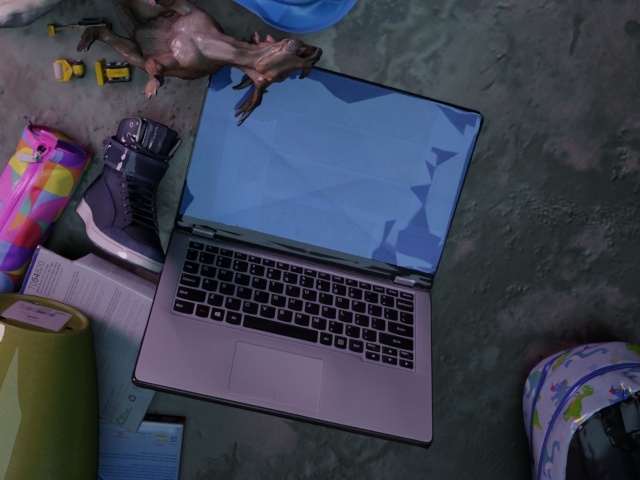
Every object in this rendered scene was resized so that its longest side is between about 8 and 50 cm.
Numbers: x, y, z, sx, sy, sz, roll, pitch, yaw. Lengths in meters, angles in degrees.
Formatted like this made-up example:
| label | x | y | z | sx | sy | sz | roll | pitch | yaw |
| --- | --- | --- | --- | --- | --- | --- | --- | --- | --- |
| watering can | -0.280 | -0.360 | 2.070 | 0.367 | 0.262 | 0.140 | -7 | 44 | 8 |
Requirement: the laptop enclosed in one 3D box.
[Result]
| label | x | y | z | sx | sy | sz | roll | pitch | yaw |
| --- | --- | --- | --- | --- | --- | --- | --- | --- | --- |
| laptop | 0.000 | 0.000 | 1.097 | 0.382 | 0.407 | 0.236 | 14 | 136 | -8 |

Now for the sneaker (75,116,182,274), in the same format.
| label | x | y | z | sx | sy | sz | roll | pitch | yaw |
| --- | --- | --- | --- | --- | --- | --- | --- | --- | --- |
| sneaker | -0.226 | -0.065 | 1.067 | 0.086 | 0.226 | 0.163 | 27 | 98 | -40 |

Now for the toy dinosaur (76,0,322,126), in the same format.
| label | x | y | z | sx | sy | sz | roll | pitch | yaw |
| --- | --- | --- | --- | --- | --- | --- | --- | --- | --- |
| toy dinosaur | -0.162 | -0.234 | 1.048 | 0.200 | 0.296 | 0.127 | 11 | 105 | -51 |

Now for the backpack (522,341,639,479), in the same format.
| label | x | y | z | sx | sy | sz | roll | pitch | yaw |
| --- | --- | --- | --- | --- | --- | --- | --- | --- | --- |
| backpack | 0.425 | 0.321 | 1.225 | 0.290 | 0.273 | 0.355 | -17 | 127 | 2 |

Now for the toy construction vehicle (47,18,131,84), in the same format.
| label | x | y | z | sx | sy | sz | roll | pitch | yaw |
| --- | --- | --- | --- | --- | --- | --- | --- | --- | --- |
| toy construction vehicle | -0.299 | -0.246 | 1.105 | 0.098 | 0.035 | 0.085 | -6 | 116 | -1 |

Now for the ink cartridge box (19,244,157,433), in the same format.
| label | x | y | z | sx | sy | sz | roll | pitch | yaw |
| --- | --- | --- | --- | --- | --- | --- | --- | --- | --- |
| ink cartridge box | -0.311 | 0.132 | 1.166 | 0.224 | 0.045 | 0.223 | 27 | 115 | -6 |

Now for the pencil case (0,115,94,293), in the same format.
| label | x | y | z | sx | sy | sz | roll | pitch | yaw |
| --- | --- | --- | --- | --- | --- | --- | --- | --- | --- |
| pencil case | -0.391 | -0.043 | 1.115 | 0.104 | 0.104 | 0.236 | 28 | 102 | -12 |

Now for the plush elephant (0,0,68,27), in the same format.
| label | x | y | z | sx | sy | sz | roll | pitch | yaw |
| --- | --- | --- | --- | --- | --- | --- | --- | --- | --- |
| plush elephant | -0.376 | -0.361 | 0.943 | 0.330 | 0.272 | 0.255 | 37 | 73 | -36 |

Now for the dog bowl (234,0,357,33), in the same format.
| label | x | y | z | sx | sy | sz | roll | pitch | yaw |
| --- | --- | --- | --- | --- | --- | --- | --- | --- | --- |
| dog bowl | -0.089 | -0.358 | 1.002 | 0.297 | 0.074 | 0.165 | 20 | 100 | -18 |

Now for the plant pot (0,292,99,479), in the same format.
| label | x | y | z | sx | sy | sz | roll | pitch | yaw |
| --- | --- | --- | --- | --- | --- | --- | --- | --- | --- |
| plant pot | -0.394 | 0.225 | 1.072 | 0.275 | 0.275 | 0.293 | 15 | 100 | -9 |

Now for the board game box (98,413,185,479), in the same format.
| label | x | y | z | sx | sy | sz | roll | pitch | yaw |
| --- | --- | --- | --- | --- | --- | --- | --- | --- | --- |
| board game box | -0.347 | 0.319 | 1.251 | 0.282 | 0.027 | 0.145 | 6 | 103 | -7 |
